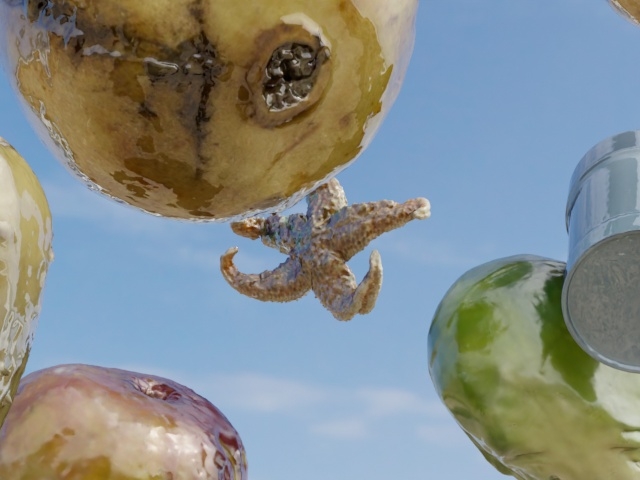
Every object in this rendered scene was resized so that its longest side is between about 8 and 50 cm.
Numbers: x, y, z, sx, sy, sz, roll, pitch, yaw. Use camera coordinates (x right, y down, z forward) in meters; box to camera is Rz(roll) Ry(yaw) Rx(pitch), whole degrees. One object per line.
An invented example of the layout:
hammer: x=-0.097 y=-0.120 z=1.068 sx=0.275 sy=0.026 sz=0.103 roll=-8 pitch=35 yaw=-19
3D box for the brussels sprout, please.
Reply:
brussels sprout: x=0.159 y=0.091 z=1.008 sx=0.144 sy=0.180 sz=0.161 roll=-38 pitch=6 yaw=14

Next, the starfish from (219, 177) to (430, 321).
starfish: x=0.007 y=0.001 z=1.239 sx=0.210 sy=0.150 sz=0.053 roll=-21 pitch=-19 yaw=35

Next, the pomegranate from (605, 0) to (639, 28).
pomegranate: x=0.388 y=-0.336 z=1.598 sx=0.215 sy=0.215 sz=0.215 roll=4 pitch=-20 yaw=1

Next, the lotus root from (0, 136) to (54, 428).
lotus root: x=-0.219 y=0.091 z=0.582 sx=0.151 sy=0.342 sz=0.169 roll=32 pitch=13 yaw=27

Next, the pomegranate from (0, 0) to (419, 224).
pomegranate: x=-0.068 y=-0.139 z=0.890 sx=0.260 sy=0.260 sz=0.260 roll=4 pitch=-20 yaw=1

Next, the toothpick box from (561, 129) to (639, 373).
toothpick box: x=0.204 y=0.004 z=0.937 sx=0.101 sy=0.153 sz=0.101 roll=5 pitch=-62 yaw=9

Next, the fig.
fig: x=-0.158 y=0.187 z=0.855 sx=0.159 sy=0.257 sz=0.159 roll=37 pitch=11 yaw=-8
